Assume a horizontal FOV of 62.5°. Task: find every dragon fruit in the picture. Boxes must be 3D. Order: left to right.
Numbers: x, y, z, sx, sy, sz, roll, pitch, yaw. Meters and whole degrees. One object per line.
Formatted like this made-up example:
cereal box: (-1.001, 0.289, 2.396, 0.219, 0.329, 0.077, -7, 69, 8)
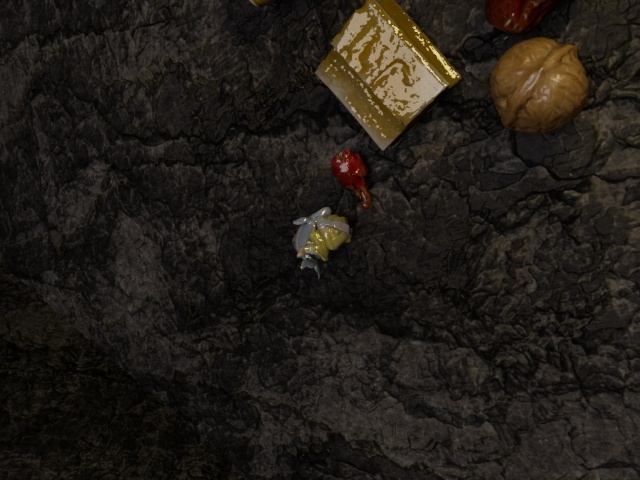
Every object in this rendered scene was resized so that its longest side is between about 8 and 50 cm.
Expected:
dragon fruit: (0.092, -0.166, 1.438, 0.094, 0.094, 0.190, -10, 124, 35)

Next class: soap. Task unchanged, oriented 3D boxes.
soap: (0.153, -0.401, 1.285, 0.281, 0.143, 0.259, 48, 128, 4)

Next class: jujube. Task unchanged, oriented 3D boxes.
jujube: (0.424, -0.536, 1.035, 0.190, 0.190, 0.255, 37, 130, 18)

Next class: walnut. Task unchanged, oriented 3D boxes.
walnut: (0.444, -0.312, 1.074, 0.213, 0.213, 0.213, 12, 112, 30)

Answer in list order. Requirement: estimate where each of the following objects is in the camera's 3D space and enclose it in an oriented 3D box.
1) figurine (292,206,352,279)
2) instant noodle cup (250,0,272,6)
figurine: (0.000, 0.000, 1.514, 0.184, 0.128, 0.208, -2, 68, 34)
instant noodle cup: (-0.090, -0.692, 1.334, 0.185, 0.168, 0.168, 1, 107, 24)
